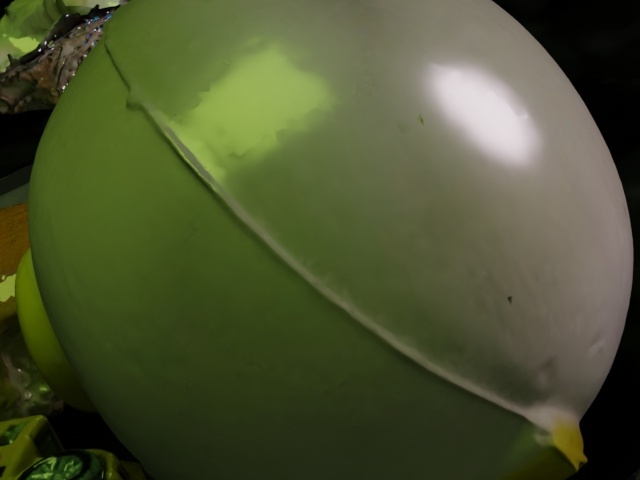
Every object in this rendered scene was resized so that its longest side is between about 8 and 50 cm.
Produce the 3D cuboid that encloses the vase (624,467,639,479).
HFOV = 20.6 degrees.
[{"bbox_3d":[0.111,0.160,0.884,0.167,0.059,0.059,-26,30,-8],"label":"vase"}]

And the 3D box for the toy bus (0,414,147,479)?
[{"bbox_3d":[-0.238,0.182,1.016,0.335,0.121,0.123,-12,24,18],"label":"toy bus"}]

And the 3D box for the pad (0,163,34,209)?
[{"bbox_3d":[-0.275,0.002,1.425,0.233,0.022,0.174,-29,32,-10],"label":"pad"}]

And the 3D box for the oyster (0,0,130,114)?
[{"bbox_3d":[-0.270,-0.189,1.667,0.259,0.092,0.198,-29,29,6],"label":"oyster"}]

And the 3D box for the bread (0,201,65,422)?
[{"bbox_3d":[-0.252,0.068,1.203,0.245,0.121,0.174,-32,33,-14],"label":"bread"}]

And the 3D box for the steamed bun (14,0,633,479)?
[{"bbox_3d":[0.005,-0.005,0.954,0.333,0.334,0.374,-17,17,7],"label":"steamed bun"}]
